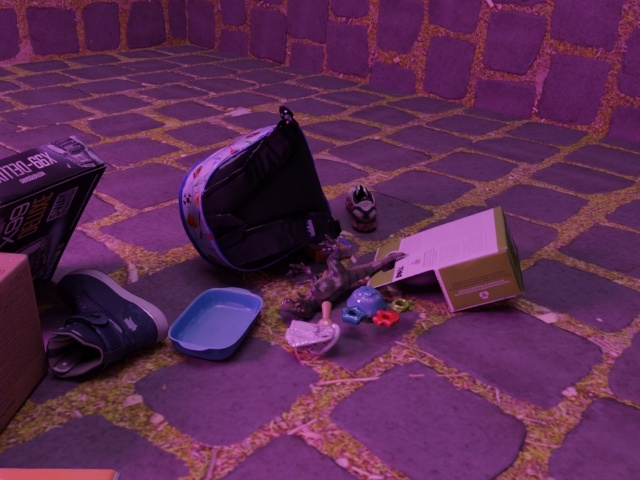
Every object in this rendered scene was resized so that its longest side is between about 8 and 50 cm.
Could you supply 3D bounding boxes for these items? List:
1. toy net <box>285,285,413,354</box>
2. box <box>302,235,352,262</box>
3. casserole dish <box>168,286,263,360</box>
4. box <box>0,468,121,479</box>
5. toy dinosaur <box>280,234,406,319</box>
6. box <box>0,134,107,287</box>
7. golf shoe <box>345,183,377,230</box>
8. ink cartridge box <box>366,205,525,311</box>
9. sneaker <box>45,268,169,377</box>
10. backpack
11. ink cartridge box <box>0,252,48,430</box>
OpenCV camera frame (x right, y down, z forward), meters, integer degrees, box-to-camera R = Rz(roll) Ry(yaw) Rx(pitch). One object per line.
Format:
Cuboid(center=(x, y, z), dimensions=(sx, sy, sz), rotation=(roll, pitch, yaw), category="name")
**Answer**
Cuboid(center=(0.044, 0.138, 1.038), dimensions=(0.122, 0.045, 0.232), rotation=(25, 35, 35), category="toy net")
Cuboid(center=(0.000, 0.000, 1.334), dimensions=(0.081, 0.028, 0.136), rotation=(-9, 30, -22), category="box")
Cuboid(center=(-0.164, 0.134, 1.031), dimensions=(0.114, 0.037, 0.188), rotation=(9, 27, 13), category="casserole dish")
Cuboid(center=(-0.345, 0.311, 0.495), dimensions=(0.346, 0.168, 0.215), rotation=(1, 26, -3), category="box")
Cuboid(center=(0.017, 0.058, 1.158), dimensions=(0.268, 0.064, 0.118), rotation=(-28, 50, -30), category="toy dinosaur")
Cuboid(center=(-0.487, -0.003, 0.991), dimensions=(0.076, 0.307, 0.242), rotation=(43, 34, 4), category="box")
Cuboid(center=(0.097, -0.093, 1.470), dimensions=(0.068, 0.085, 0.186), rotation=(-2, 25, -6), category="golf shoe")
Cuboid(center=(0.228, 0.049, 1.191), dimensions=(0.255, 0.097, 0.189), rotation=(-19, 20, 20), category="ink cartridge box")
Cuboid(center=(-0.369, 0.121, 0.981), dimensions=(0.226, 0.086, 0.163), rotation=(19, 28, 28), category="sneaker")
Cuboid(center=(-0.134, -0.074, 1.222), dimensions=(0.213, 0.276, 0.263), rotation=(-6, 22, 48), category="backpack")
Cuboid(center=(-0.439, 0.148, 0.794), dimensions=(0.088, 0.193, 0.234), rotation=(5, 25, 3), category="ink cartridge box")
